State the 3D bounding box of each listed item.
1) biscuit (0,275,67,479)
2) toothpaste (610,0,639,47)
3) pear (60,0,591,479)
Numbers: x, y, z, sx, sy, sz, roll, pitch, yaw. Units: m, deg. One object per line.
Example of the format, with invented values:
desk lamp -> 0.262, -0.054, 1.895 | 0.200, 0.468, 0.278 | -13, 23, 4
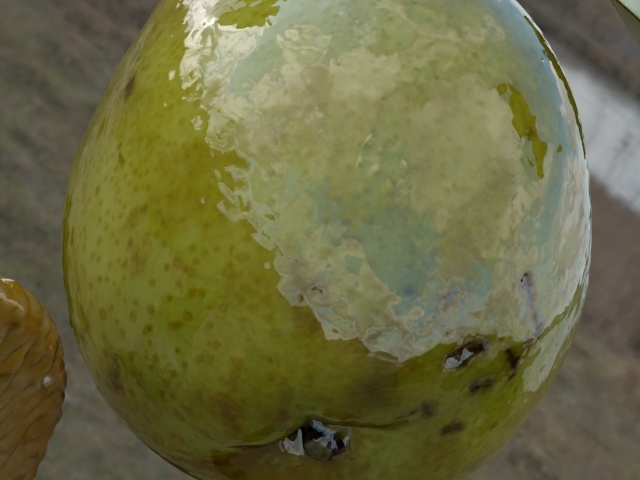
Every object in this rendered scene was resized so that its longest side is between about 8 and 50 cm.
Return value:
biscuit -> -0.224, 0.105, 0.701 | 0.035, 0.254, 0.254 | 48, 15, 30
toothpaste -> 0.280, -0.148, 1.165 | 0.071, 0.089, 0.313 | 47, 8, 26
pear -> 0.000, 0.000, 0.859 | 0.304, 0.304, 0.304 | 36, 11, -8
